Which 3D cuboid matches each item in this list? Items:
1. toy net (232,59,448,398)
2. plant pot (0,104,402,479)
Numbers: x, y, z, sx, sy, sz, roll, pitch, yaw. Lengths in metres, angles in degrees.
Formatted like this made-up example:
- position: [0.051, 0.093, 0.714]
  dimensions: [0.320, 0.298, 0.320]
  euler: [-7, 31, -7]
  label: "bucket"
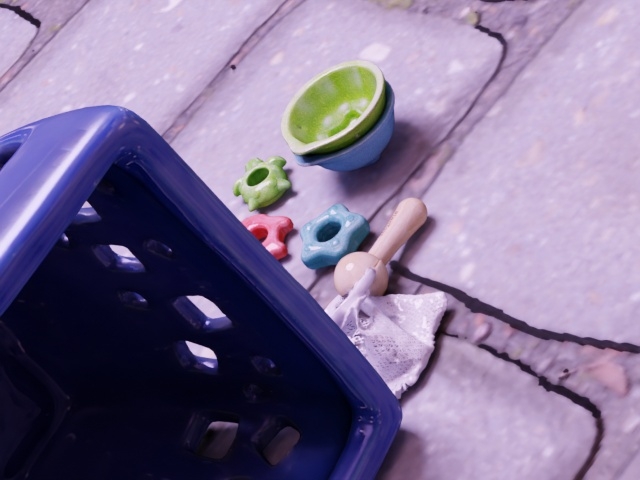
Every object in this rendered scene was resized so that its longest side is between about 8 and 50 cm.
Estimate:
- position: [0.000, 0.000, 0.894]
  dimensions: [0.122, 0.045, 0.232]
  euler: [-25, 39, 14]
  label: "toy net"
- position: [-0.141, 0.094, 0.760]
  dimensions: [0.212, 0.236, 0.236]
  euler: [4, 53, 47]
  label: "plant pot"
